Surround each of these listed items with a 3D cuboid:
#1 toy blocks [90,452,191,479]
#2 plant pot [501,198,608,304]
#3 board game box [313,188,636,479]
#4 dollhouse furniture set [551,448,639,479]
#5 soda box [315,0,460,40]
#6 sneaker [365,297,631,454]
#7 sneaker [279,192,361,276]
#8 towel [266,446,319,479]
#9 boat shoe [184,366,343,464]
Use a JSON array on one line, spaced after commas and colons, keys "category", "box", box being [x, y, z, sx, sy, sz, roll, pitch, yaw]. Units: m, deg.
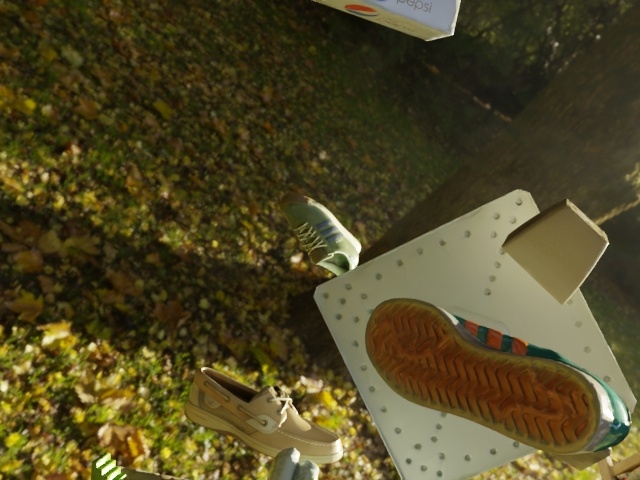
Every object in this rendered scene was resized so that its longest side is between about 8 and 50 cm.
[{"category": "toy blocks", "box": [-0.304, 0.609, 1.280, 0.261, 0.381, 0.191, 5, 5, 13]}, {"category": "plant pot", "box": [0.322, 0.005, 0.897, 0.109, 0.096, 0.109, 46, 22, 8]}, {"category": "board game box", "box": [0.243, 0.171, 1.103, 0.389, 0.390, 0.050, 64, 12, 3]}, {"category": "dollhouse furniture set", "box": [0.452, 0.243, 0.599, 0.356, 0.303, 0.173, 31, 35, -14]}, {"category": "soda box", "box": [0.099, -0.365, 0.997, 0.216, 0.069, 0.074, 9, 5, -26]}, {"category": "sneaker", "box": [0.178, 0.147, 0.716, 0.121, 0.108, 0.302, 23, -1, -42]}, {"category": "sneaker", "box": [0.000, 0.000, 1.198, 0.192, 0.064, 0.086, 39, 42, -29]}, {"category": "towel", "box": [-0.105, 0.560, 1.071, 0.090, 0.320, 0.374, 17, 47, 3]}, {"category": "boat shoe", "box": [-0.112, 0.349, 1.340, 0.341, 0.110, 0.122, 15, 4, 14]}]
